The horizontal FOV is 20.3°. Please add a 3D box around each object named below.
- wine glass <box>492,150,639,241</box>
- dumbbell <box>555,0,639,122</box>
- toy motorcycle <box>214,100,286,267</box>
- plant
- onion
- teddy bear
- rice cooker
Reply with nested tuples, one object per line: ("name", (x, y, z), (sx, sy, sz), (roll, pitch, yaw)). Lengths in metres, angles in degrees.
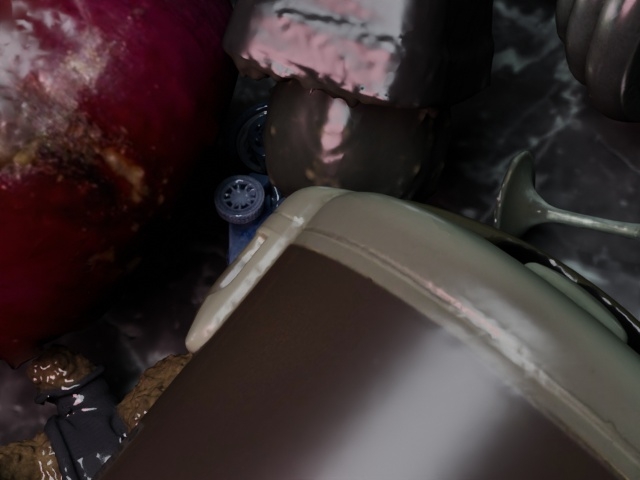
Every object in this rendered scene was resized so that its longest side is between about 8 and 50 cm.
("wine glass", (0.215, -0.002, 1.155), (0.195, 0.079, 0.079), (13, 72, 22))
("dumbbell", (0.136, -0.231, 1.219), (0.406, 0.179, 0.179), (37, 82, 26))
("toy motorcycle", (0.000, 0.000, 1.211), (0.135, 0.092, 0.254), (-3, 57, 2))
("plant", (0.030, -0.136, 1.117), (0.142, 0.164, 0.256), (15, 103, 19))
("onion", (-0.249, -0.110, 1.153), (0.348, 0.385, 0.348), (-38, 31, 28))
("teddy bear", (-0.153, 0.157, 1.171), (0.251, 0.129, 0.182), (-27, 85, -24))
("rice cooker", (0.052, 0.151, 1.001), (0.335, 0.335, 0.325), (35, 81, 25))
